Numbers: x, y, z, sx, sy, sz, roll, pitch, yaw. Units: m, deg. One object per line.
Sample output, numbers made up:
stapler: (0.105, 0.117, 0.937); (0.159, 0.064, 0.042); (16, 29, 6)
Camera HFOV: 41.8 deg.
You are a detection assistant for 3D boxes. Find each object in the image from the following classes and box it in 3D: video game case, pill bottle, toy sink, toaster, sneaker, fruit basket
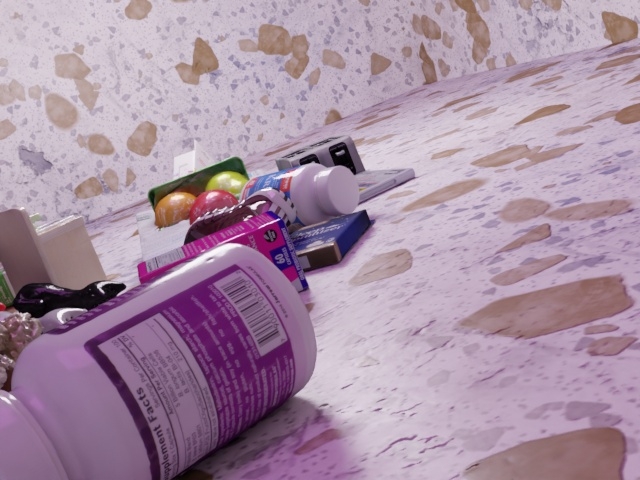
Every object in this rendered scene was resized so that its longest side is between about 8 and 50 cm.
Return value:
video game case: (0.069, -0.107, 1.790); (0.193, 0.023, 0.212); (-26, 14, -24)
pill bottle: (-0.039, -0.079, 1.595); (0.221, 0.124, 0.124); (-11, 15, 41)
toy sink: (-0.549, 0.029, 1.701); (0.152, 0.234, 0.131); (-11, 15, 41)
toaster: (-0.003, -0.170, 1.980); (0.168, 0.110, 0.185); (-23, 12, -14)
sneaker: (-0.172, 0.020, 1.436); (0.281, 0.106, 0.162); (-31, 23, 40)
fruit basket: (-0.250, -0.057, 1.889); (0.327, 0.165, 0.353); (-22, 28, -7)
pill bottle: (-0.161, 0.133, 0.747); (0.301, 0.169, 0.169); (-29, 15, -37)

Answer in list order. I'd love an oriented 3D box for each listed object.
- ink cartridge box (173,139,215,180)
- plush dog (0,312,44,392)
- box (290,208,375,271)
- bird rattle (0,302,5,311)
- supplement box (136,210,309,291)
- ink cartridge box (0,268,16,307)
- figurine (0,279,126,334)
ink cartridge box: (-0.323, -0.147, 2.159); (0.067, 0.115, 0.198); (-17, 53, 17)
plush dog: (-0.536, 0.141, 1.193); (0.210, 0.225, 0.262); (-20, 12, -1)
box: (0.000, 0.000, 1.399); (0.136, 0.037, 0.225); (-16, 12, 23)
bird rattle: (-0.832, 0.128, 1.857); (0.143, 0.207, 0.253); (-48, 15, -27)
supplement box: (-0.144, 0.052, 1.221); (0.220, 0.111, 0.114); (-23, 13, -8)
ink cartridge box: (-0.664, 0.077, 2.029); (0.208, 0.087, 0.153); (-16, 12, 23)
figurine: (-0.481, 0.133, 1.498); (0.209, 0.092, 0.215); (-12, 15, 20)
